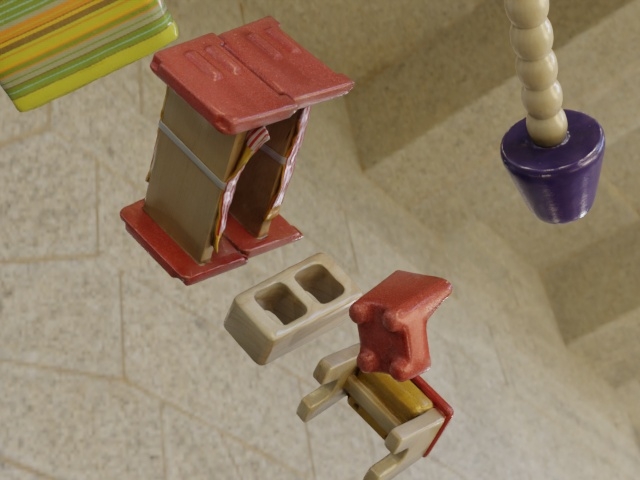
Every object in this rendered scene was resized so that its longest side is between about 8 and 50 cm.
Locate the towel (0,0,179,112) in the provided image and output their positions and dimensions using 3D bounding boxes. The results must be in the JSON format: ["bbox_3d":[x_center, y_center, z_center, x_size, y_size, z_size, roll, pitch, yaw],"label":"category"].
[{"bbox_3d":[-0.167,-0.183,0.559,0.102,0.021,0.237,-25,-57,2],"label":"towel"}]

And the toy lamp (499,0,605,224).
[{"bbox_3d":[0.150,-0.125,0.756,0.080,0.080,0.274,-16,-49,5],"label":"toy lamp"}]

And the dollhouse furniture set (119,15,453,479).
[{"bbox_3d":[0.000,0.000,0.962,0.152,0.374,0.201,-26,-30,-40],"label":"dollhouse furniture set"}]
